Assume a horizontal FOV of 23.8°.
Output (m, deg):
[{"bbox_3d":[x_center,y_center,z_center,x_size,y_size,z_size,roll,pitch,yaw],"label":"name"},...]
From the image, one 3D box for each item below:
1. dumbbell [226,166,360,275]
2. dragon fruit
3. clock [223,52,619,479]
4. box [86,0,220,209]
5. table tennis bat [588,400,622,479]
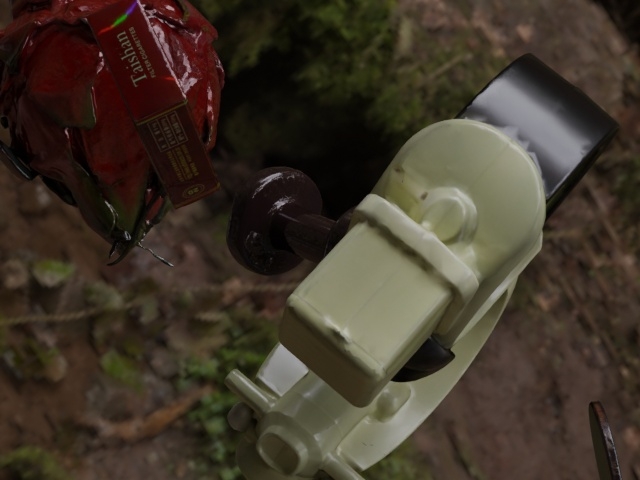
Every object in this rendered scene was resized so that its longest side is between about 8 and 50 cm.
[{"bbox_3d":[0.000,0.000,1.795,0.124,0.140,0.225,3,15,-41],"label":"dumbbell"},{"bbox_3d":[-0.185,-0.115,1.384,0.234,0.234,0.293,-23,99,-62],"label":"dragon fruit"},{"bbox_3d":[0.056,0.036,0.968,0.120,0.379,0.276,40,69,10],"label":"clock"},{"bbox_3d":[-0.064,-0.053,0.597,0.082,0.023,0.051,77,-11,-67],"label":"box"},{"bbox_3d":[0.111,0.101,0.566,0.050,0.007,0.083,70,11,-71],"label":"table tennis bat"}]
